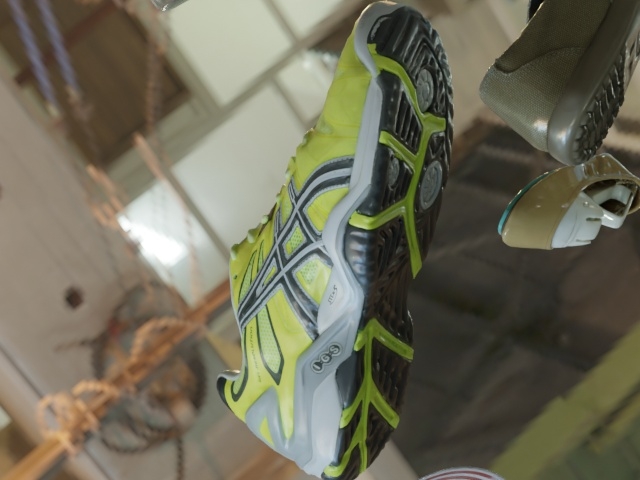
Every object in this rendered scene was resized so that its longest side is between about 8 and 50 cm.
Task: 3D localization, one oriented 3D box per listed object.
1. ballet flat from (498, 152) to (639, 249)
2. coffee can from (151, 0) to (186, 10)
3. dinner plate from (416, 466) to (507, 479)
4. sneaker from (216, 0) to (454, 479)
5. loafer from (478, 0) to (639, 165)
[{"bbox_3d":[0.248,-0.034,1.690,0.073,0.080,0.232,32,-150,20],"label":"ballet flat"},{"bbox_3d":[-0.026,-0.215,0.355,0.201,0.275,0.201,-34,-173,5],"label":"coffee can"},{"bbox_3d":[0.089,0.227,1.320,0.141,0.141,0.017,-38,-149,-7],"label":"dinner plate"},{"bbox_3d":[0.000,0.000,1.376,0.147,0.385,0.145,20,-161,24],"label":"sneaker"},{"bbox_3d":[0.105,-0.094,0.672,0.050,0.056,0.148,22,-125,15],"label":"loafer"}]
